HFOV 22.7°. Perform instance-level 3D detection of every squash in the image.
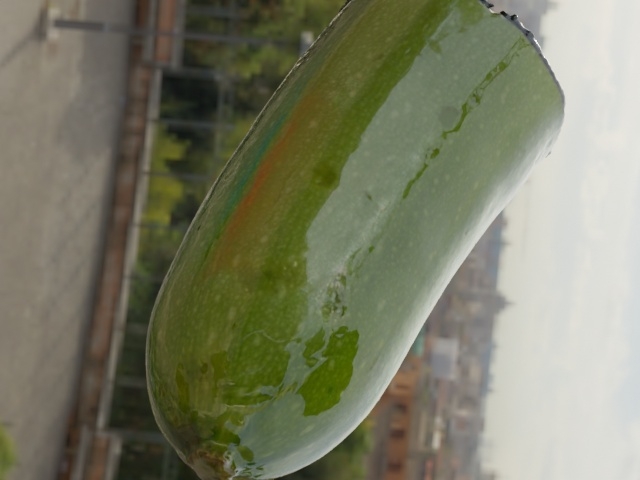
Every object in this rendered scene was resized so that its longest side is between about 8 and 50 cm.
[{"bbox_3d":[0.000,0.000,0.530,0.188,0.095,0.095,-54,155,-35],"label":"squash"}]
